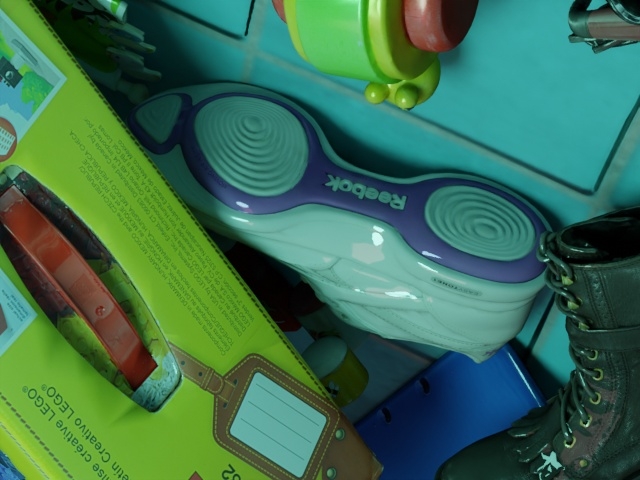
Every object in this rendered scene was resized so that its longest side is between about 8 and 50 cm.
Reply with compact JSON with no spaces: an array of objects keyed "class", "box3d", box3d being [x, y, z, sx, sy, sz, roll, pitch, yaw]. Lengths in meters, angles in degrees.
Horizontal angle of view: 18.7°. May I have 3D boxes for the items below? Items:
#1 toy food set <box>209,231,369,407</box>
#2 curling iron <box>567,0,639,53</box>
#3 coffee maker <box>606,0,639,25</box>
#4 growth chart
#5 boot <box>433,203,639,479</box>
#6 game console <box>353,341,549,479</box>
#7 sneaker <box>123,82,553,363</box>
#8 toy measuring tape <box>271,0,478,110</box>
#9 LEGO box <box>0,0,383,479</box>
[{"class":"toy food set","box3d":[-0.064,0.058,1.426,0.232,0.111,0.104,-1,135,48]},{"class":"curling iron","box3d":[0.240,-0.122,0.995,0.274,0.068,0.035,3,123,46]},{"class":"coffee maker","box3d":[0.182,-0.208,0.912,0.171,0.120,0.178,40,144,-14]},{"class":"growth chart","box3d":[-0.187,-0.165,1.263,0.172,0.021,0.237,26,165,11]},{"class":"boot","box3d":[0.175,0.073,1.254,0.263,0.091,0.229,-19,133,5]},{"class":"game console","box3d":[0.179,0.204,1.519,0.250,0.173,0.293,7,153,-24]},{"class":"sneaker","box3d":[0.000,0.000,1.308,0.305,0.114,0.152,24,144,8]},{"class":"toy measuring tape","box3d":[0.018,-0.188,1.060,0.121,0.121,0.330,11,141,24]},{"class":"LEGO box","box3d":[-0.252,0.033,1.297,0.372,0.193,0.500,-2,131,52]}]
